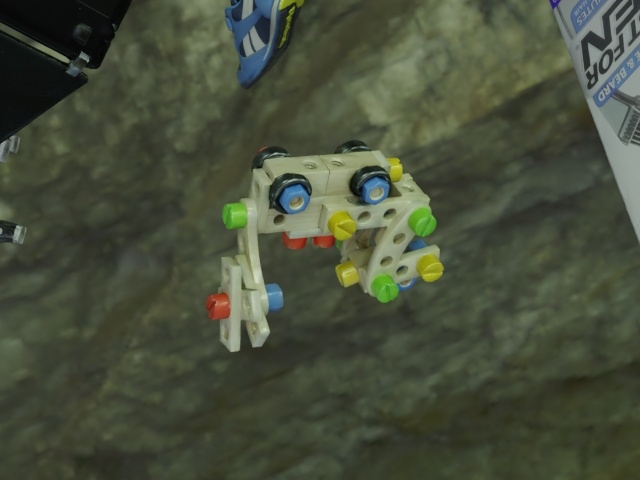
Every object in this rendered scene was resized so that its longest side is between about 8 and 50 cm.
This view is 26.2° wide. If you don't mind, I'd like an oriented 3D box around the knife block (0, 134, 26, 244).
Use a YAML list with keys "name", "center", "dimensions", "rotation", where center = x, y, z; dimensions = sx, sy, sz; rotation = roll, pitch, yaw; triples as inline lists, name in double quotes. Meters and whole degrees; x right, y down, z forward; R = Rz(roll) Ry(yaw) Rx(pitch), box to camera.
- name: "knife block"
  center: [-0.342, -0.026, 0.896]
  dimensions: [0.275, 0.088, 0.242]
  rotation: [-2, -6, -31]

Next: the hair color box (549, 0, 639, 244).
- name: "hair color box"
  center: [0.276, -0.107, 0.898]
  dimensions: [0.110, 0.339, 0.185]
  rotation: [9, -40, -30]

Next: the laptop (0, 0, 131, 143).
- name: "laptop"
  center: [-0.224, -0.180, 0.739]
  dimensions: [0.234, 0.264, 0.136]
  rotation: [26, 0, -37]

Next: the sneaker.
- name: "sneaker"
  center: [-0.057, -0.198, 1.263]
  dimensions: [0.053, 0.059, 0.144]
  rotation: [-51, -9, -37]

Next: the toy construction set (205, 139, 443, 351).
- name: "toy construction set"
  center: [0.000, 0.000, 1.594]
  dimensions: [0.327, 0.151, 0.215]
  rotation: [-18, -46, -36]
